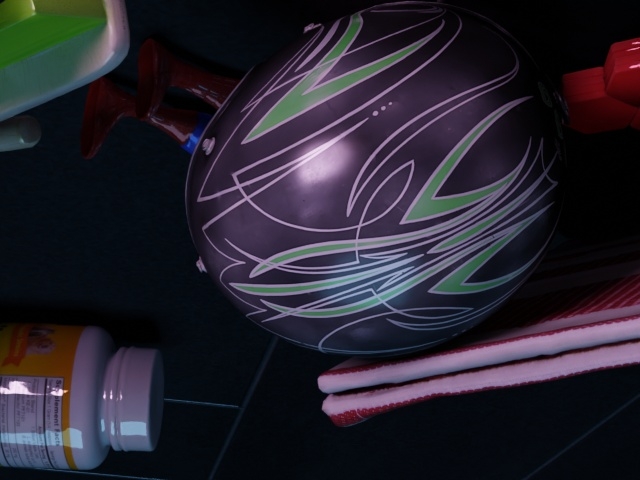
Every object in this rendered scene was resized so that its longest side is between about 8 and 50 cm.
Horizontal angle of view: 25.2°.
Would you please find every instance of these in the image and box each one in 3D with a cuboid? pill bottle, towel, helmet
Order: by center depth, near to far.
[{"bbox_3d":[0.027,-0.025,0.664,0.169,0.161,0.169,12,126,17],"label":"helmet"},{"bbox_3d":[0.175,0.025,0.759,0.237,0.037,0.329,-15,-177,35],"label":"towel"},{"bbox_3d":[-0.239,0.125,1.157,0.215,0.117,0.117,2,157,2],"label":"pill bottle"}]

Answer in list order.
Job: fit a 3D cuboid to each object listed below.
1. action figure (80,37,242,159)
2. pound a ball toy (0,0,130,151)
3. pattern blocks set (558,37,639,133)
[{"bbox_3d":[0.000,0.000,0.819,0.280,0.139,0.091,17,155,-34],"label":"action figure"},{"bbox_3d":[-0.222,-0.099,0.657,0.319,0.135,0.208,-16,176,37],"label":"pound a ball toy"},{"bbox_3d":[0.275,-0.115,0.638,0.325,0.026,0.285,1,157,5],"label":"pattern blocks set"}]
